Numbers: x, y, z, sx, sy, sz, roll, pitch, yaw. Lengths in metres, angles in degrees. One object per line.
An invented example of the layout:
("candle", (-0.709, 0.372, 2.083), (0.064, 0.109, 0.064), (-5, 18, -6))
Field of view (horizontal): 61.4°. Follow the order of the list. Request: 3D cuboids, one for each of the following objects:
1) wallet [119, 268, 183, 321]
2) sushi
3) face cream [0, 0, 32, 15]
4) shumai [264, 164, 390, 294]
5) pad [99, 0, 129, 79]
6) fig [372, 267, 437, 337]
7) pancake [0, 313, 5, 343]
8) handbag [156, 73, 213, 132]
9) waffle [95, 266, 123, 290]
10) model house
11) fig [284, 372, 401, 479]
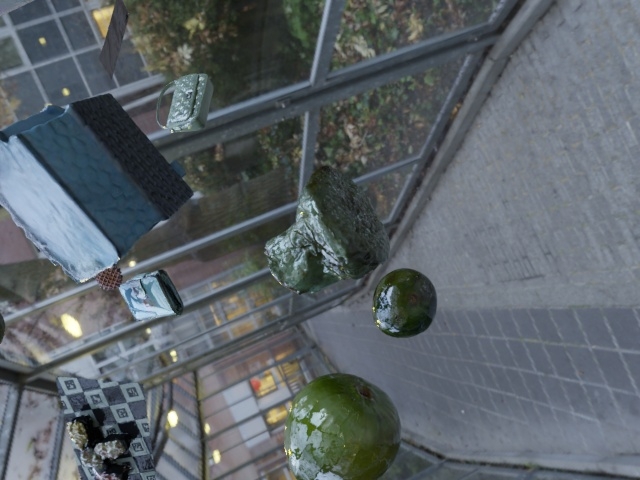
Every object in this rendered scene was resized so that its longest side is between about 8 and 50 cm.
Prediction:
("wallet", (-0.613, 0.203, 1.945), (0.250, 0.075, 0.176), (-13, 106, 39))
("sushi", (-0.449, 0.419, 1.114), (0.043, 0.192, 0.280), (-67, -23, -70))
("face cream", (-0.648, -0.628, 1.249), (0.102, 0.345, 0.102), (54, 169, 16))
("shumai", (0.000, 0.000, 1.574), (0.324, 0.323, 0.397), (48, -157, -7))
("pad", (-0.521, -0.516, 1.362), (0.113, 0.006, 0.188), (130, 151, -78))
("fig", (0.136, 0.113, 0.911), (0.177, 0.117, 0.117), (92, 153, -72))
("pancake", (-0.853, 0.206, 1.222), (0.236, 0.222, 0.042), (49, 177, -30))
("handbag", (-0.533, -0.528, 2.068), (0.079, 0.219, 0.256), (62, -151, -60))
("waffle", (-0.635, 0.111, 1.616), (0.029, 0.083, 0.075), (-112, 6, -71))
("model house", (-0.504, -0.155, 1.228), (0.297, 0.339, 0.360), (-23, 110, 48))
("fig", (0.041, 0.506, 1.382), (0.316, 0.316, 0.316), (157, 90, -79))
